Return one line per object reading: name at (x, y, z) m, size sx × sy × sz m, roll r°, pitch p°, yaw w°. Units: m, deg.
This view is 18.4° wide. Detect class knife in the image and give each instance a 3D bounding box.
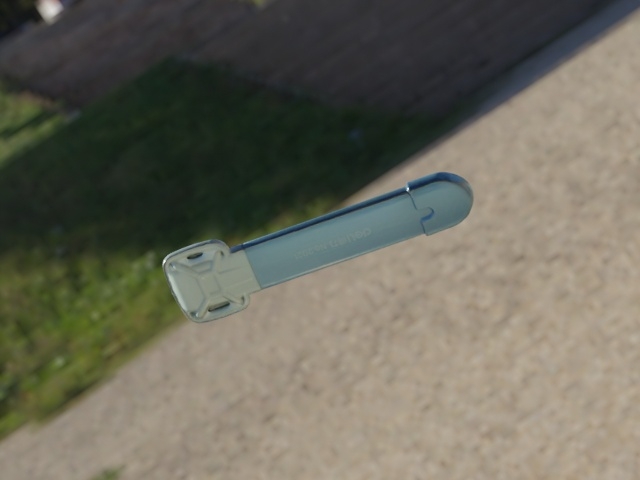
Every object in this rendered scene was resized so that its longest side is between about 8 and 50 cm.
knife at (0.000, 0.000, 0.591) m, size 0.096 × 0.027 × 0.010 m, roll -19°, pitch 30°, yaw 8°
